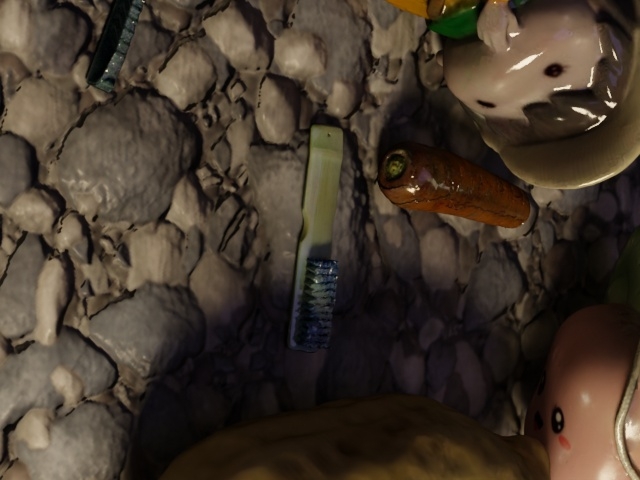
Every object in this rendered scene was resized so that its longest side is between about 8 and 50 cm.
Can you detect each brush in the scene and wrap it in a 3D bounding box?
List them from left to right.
[{"bbox_3d":[0.000,0.000,1.363,0.033,0.030,0.179,4,95,-30],"label":"brush"}]

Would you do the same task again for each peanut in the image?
[{"bbox_3d":[0.033,0.215,1.333,0.387,0.169,0.192,-5,106,-39],"label":"peanut"}]

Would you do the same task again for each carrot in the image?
[{"bbox_3d":[0.111,-0.042,1.433,0.161,0.055,0.055,14,88,-43],"label":"carrot"}]

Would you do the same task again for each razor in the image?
[{"bbox_3d":[-0.119,-0.193,1.236,0.066,0.033,0.190,24,87,-39],"label":"razor"}]

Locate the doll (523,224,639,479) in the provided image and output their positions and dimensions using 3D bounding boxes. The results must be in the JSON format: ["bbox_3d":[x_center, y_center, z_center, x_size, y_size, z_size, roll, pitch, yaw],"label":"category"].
[{"bbox_3d":[0.288,0.143,1.490,0.216,0.284,0.268,6,118,-10],"label":"doll"}]

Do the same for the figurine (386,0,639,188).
[{"bbox_3d":[0.141,-0.194,1.367,0.332,0.185,0.204,52,40,-15],"label":"figurine"}]
